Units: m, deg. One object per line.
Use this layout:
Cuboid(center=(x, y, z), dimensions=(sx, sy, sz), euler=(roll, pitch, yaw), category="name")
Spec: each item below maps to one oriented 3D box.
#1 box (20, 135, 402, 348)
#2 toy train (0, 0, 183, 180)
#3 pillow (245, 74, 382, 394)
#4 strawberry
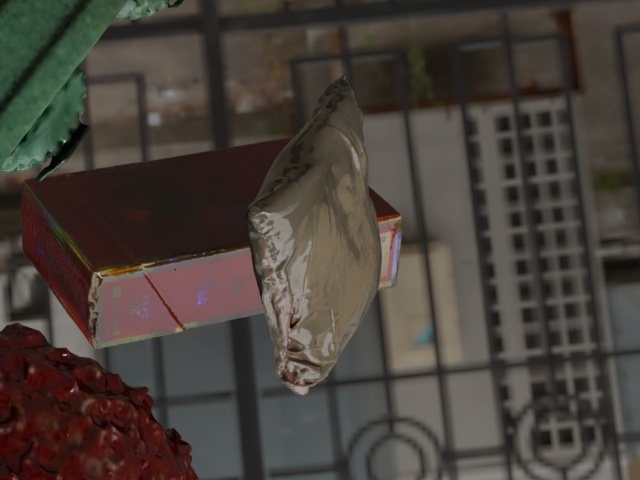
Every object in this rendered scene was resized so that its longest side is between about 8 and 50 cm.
Cuboid(center=(-0.106, -0.005, 1.651), dimensions=(0.313, 0.089, 0.197), euler=(-10, -148, -25), category="box")
Cuboid(center=(-0.178, -0.087, 0.662), dimensions=(0.178, 0.330, 0.138), euler=(46, 148, -23), category="toy train")
Cuboid(center=(0.000, 0.000, 1.342), dimensions=(0.067, 0.173, 0.270), euler=(16, 146, 18), category="pillow")
Cuboid(center=(-0.206, 0.194, 1.122), dimensions=(0.261, 0.257, 0.261), euler=(-4, 152, -2), category="strawberry")
